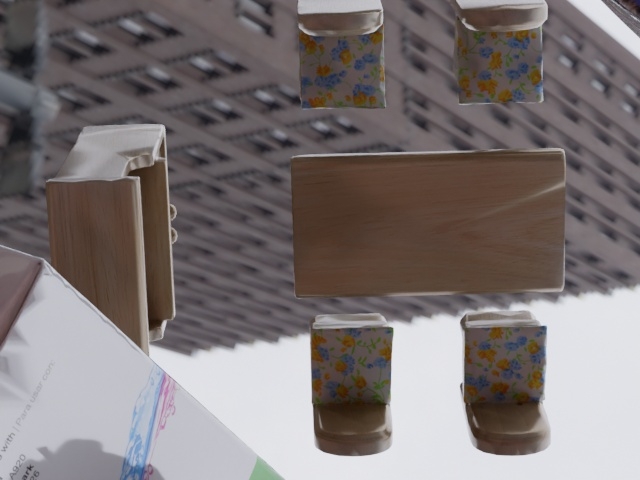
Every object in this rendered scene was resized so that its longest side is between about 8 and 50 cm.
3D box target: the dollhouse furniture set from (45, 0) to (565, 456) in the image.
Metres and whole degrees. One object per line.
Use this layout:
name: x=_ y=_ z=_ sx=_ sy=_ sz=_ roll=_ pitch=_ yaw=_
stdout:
dollhouse furniture set: x=0.000 y=0.000 z=1.455 sx=0.394 sy=0.256 sz=0.362 roll=-2 pitch=-75 yaw=0

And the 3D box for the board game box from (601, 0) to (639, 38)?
board game box: x=0.320 y=-0.170 z=1.121 sx=0.232 sy=0.291 sz=0.141 roll=-49 pitch=-134 yaw=9

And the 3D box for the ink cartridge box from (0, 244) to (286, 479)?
ink cartridge box: x=-0.166 y=0.102 z=0.973 sx=0.201 sy=0.278 sz=0.117 roll=15 pitch=-113 yaw=37
